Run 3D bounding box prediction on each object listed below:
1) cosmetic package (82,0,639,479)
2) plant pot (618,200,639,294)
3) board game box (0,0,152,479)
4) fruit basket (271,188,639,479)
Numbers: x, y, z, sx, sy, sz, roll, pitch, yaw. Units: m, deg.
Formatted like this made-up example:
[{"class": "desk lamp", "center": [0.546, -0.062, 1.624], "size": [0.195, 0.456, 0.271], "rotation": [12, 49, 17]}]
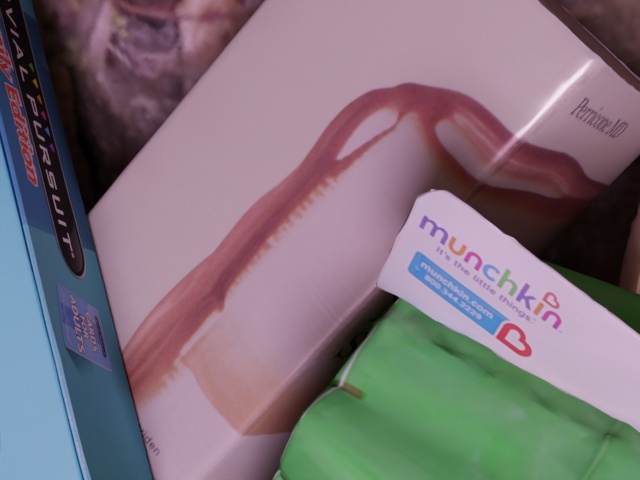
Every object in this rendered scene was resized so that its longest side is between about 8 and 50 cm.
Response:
[{"class": "cosmetic package", "center": [0.000, 0.000, 0.538], "size": [0.296, 0.153, 0.129], "rotation": [-48, 67, 19]}, {"class": "plant pot", "center": [0.334, 0.053, 0.437], "size": [0.333, 0.305, 0.334], "rotation": [-3, 99, -18]}, {"class": "board game box", "center": [-0.234, -0.013, 0.491], "size": [0.253, 0.079, 0.336], "rotation": [-17, 79, 6]}, {"class": "fruit basket", "center": [0.143, 0.165, 0.448], "size": [0.353, 0.165, 0.327], "rotation": [30, 144, 8]}]
